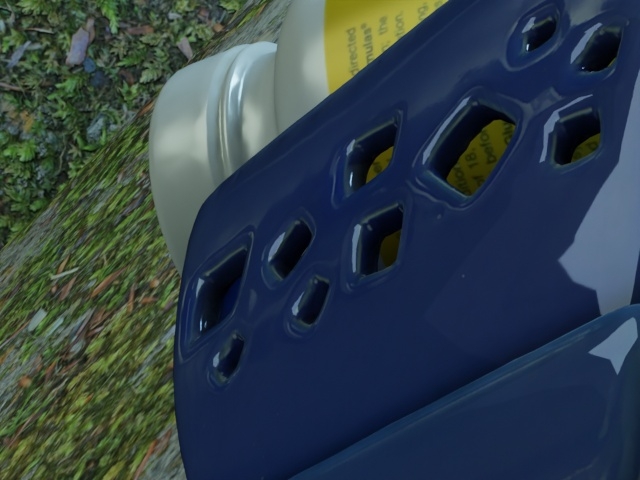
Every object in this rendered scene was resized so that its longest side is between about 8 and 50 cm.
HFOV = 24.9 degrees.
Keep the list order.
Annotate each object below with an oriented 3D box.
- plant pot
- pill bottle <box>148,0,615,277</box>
[{"bbox_3d":[0.088,0.069,0.460,0.236,0.236,0.212,-33,27,36],"label":"plant pot"},{"bbox_3d":[0.103,-0.057,0.617,0.333,0.188,0.188,-16,30,24],"label":"pill bottle"}]
